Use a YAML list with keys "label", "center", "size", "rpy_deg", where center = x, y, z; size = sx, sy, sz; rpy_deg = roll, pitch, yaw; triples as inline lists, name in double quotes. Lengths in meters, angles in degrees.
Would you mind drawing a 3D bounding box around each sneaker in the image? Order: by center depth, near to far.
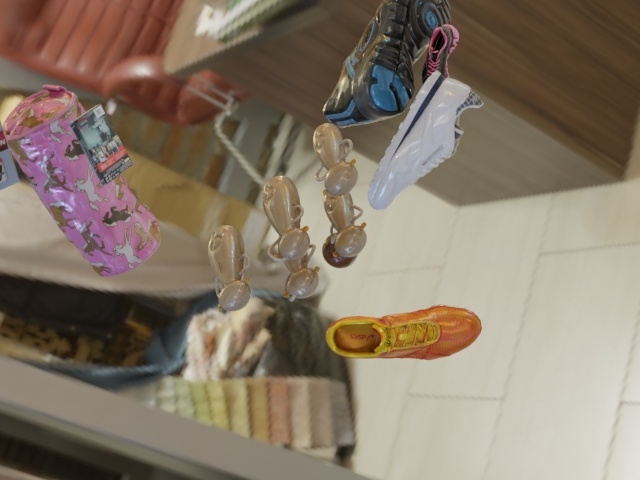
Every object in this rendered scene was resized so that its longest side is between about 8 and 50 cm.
- label: "sneaker"
  center: [0.093, 0.109, 1.277]
  size: [0.067, 0.175, 0.064]
  rpy_deg: [-36, -62, -83]
- label: "sneaker"
  center: [0.152, -0.137, 1.737]
  size: [0.235, 0.095, 0.090]
  rpy_deg: [-60, 0, 19]
- label: "sneaker"
  center: [0.182, -0.284, 1.814]
  size: [0.047, 0.057, 0.119]
  rpy_deg: [15, 99, 20]
- label: "sneaker"
  center: [0.104, -0.320, 1.872]
  size: [0.139, 0.125, 0.341]
  rpy_deg: [-19, 33, 46]

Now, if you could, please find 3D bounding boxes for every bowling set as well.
- label: "bowling set"
  center: [0.000, 0.000, 1.581]
  size: [0.287, 0.200, 0.154]
  rpy_deg: [-46, 36, 23]

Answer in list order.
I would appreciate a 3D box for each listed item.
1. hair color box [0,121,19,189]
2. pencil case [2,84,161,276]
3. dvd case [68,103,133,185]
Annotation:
- label: "hair color box"
  center: [-0.572, -0.253, 1.674]
  size: [0.113, 0.374, 0.185]
  rpy_deg: [-28, 41, -24]
- label: "pencil case"
  center: [-0.462, -0.113, 2.237]
  size: [0.160, 0.386, 0.167]
  rpy_deg: [-21, 36, 10]
- label: "dvd case"
  center: [-0.370, -0.163, 1.944]
  size: [0.013, 0.119, 0.087]
  rpy_deg: [-15, 20, 32]
